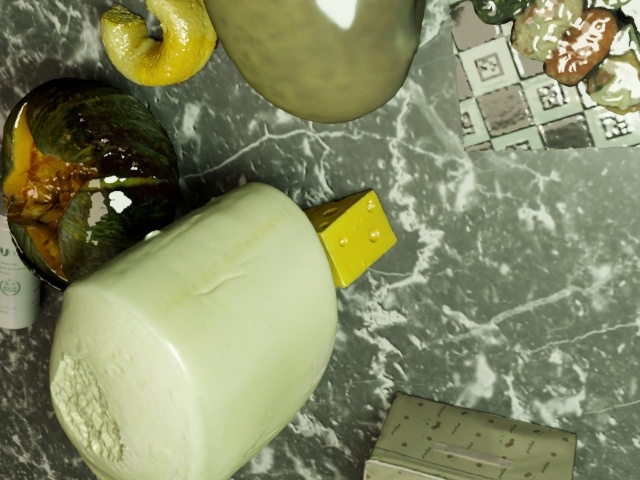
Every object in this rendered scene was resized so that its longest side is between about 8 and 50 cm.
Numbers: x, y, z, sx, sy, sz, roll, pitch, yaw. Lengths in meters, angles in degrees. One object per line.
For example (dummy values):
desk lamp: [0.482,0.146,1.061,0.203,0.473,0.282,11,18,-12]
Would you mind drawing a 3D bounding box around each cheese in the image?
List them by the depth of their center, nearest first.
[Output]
cheese: [0.000,0.000,1.289,0.171,0.126,0.093,-5,119,48]

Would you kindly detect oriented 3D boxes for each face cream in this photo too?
face cream: [-0.518,0.004,1.477,0.092,0.092,0.311,21,121,10]

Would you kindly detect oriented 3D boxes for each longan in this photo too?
longan: [-0.001,-0.306,1.003,0.288,0.288,0.350,4,125,19]

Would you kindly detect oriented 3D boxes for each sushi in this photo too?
sushi: [0.302,-0.256,1.035,0.320,0.069,0.339,1,116,21]

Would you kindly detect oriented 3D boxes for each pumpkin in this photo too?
pumpkin: [-0.340,-0.083,1.273,0.320,0.192,0.321,12,109,39]

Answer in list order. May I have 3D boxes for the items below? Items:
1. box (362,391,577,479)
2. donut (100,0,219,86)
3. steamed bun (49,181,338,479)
box: [0.226,0.399,1.333,0.297,0.190,0.225,12,120,17]
donut: [-0.229,-0.286,1.224,0.181,0.078,0.146,-17,106,29]
steamed bun: [-0.158,0.171,1.243,0.290,0.371,0.456,42,140,20]
